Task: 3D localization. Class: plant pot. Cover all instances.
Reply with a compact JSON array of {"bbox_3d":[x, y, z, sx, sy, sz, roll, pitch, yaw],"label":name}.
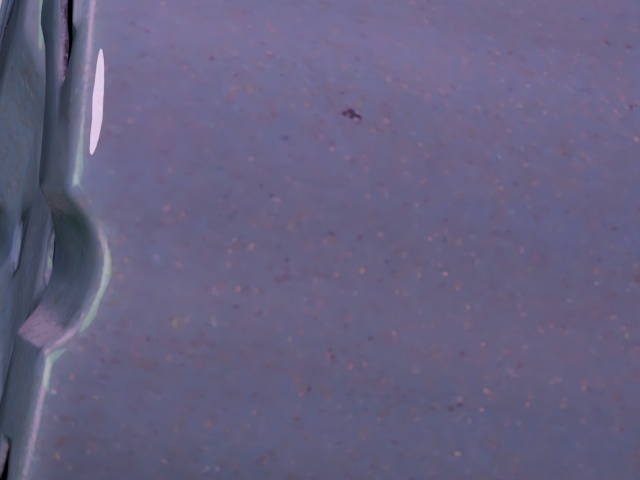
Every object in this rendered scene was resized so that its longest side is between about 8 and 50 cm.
[{"bbox_3d":[0.058,0.025,0.598,0.341,0.334,0.341,-172,90,-73],"label":"plant pot"}]
